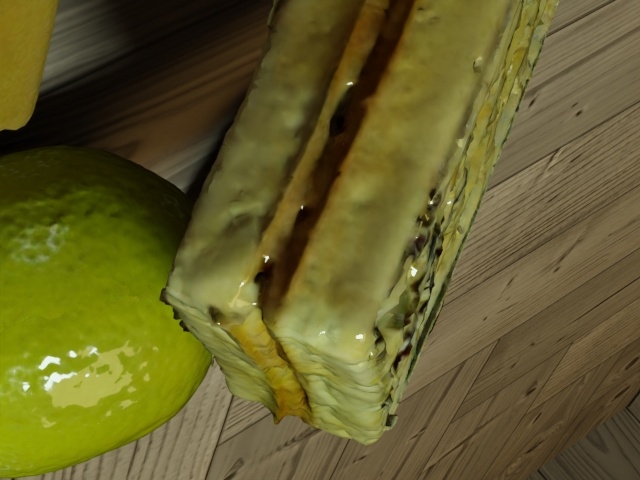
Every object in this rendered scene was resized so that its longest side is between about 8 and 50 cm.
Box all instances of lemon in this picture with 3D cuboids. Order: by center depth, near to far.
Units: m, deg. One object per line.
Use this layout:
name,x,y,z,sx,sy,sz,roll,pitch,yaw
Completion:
lemon,-0.159,0.040,0.903,0.248,0.184,0.184,-19,153,-29

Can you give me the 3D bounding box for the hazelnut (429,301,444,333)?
hazelnut,0.009,0.004,1.131,0.210,0.186,0.210,-28,140,-26

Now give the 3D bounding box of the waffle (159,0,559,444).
waffle,0.046,-0.090,0.867,0.261,0.114,0.376,80,31,-74

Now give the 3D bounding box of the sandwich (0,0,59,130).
sandwich,-0.165,-0.127,0.559,0.227,0.155,0.198,-40,163,0
